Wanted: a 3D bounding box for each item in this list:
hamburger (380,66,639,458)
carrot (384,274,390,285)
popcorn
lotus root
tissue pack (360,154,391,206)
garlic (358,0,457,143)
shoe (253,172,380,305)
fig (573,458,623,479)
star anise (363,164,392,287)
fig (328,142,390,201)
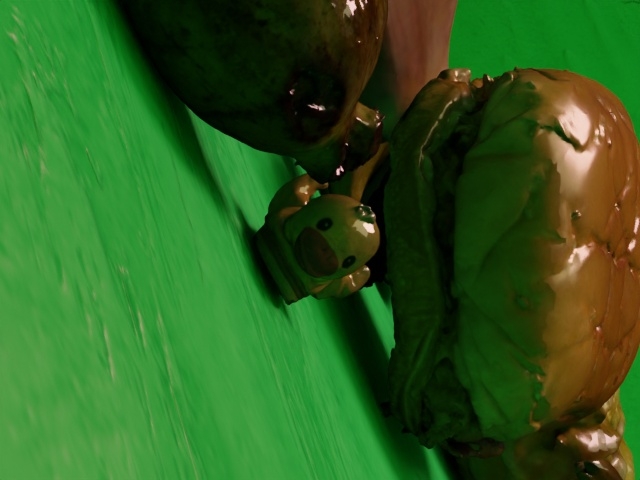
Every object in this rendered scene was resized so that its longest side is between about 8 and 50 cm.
[{"bbox_3d":[0.146,0.017,1.437,0.318,0.158,0.318,3,90,-67],"label":"hamburger"},{"bbox_3d":[0.085,0.000,1.886,0.358,0.074,0.074,-74,140,-85],"label":"carrot"},{"bbox_3d":[0.187,0.148,1.716,0.286,0.174,0.225,-49,120,-85],"label":"popcorn"},{"bbox_3d":[-0.035,-0.140,1.052,0.145,0.128,0.260,-52,125,-45],"label":"lotus root"},{"bbox_3d":[0.059,-0.070,1.702,0.026,0.122,0.193,36,15,-12],"label":"tissue pack"},{"bbox_3d":[-0.036,-0.241,1.438,0.231,0.246,0.340,16,-12,38],"label":"garlic"},{"bbox_3d":[-0.001,-0.002,1.137,0.072,0.069,0.109,62,-1,17],"label":"shoe"},{"bbox_3d":[0.258,0.293,1.393,0.368,0.286,0.286,54,12,-31],"label":"fig"},{"bbox_3d":[0.079,0.017,1.524,0.144,0.158,0.140,32,-40,10],"label":"star anise"},{"bbox_3d":[0.038,-0.109,1.634,0.133,0.127,0.185,95,-29,-73],"label":"fig"}]
